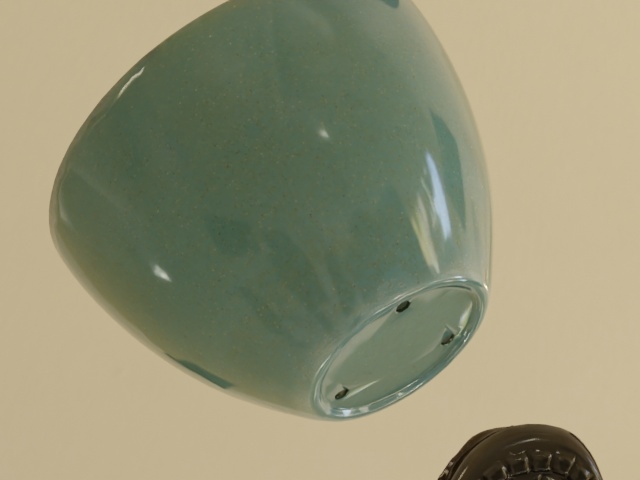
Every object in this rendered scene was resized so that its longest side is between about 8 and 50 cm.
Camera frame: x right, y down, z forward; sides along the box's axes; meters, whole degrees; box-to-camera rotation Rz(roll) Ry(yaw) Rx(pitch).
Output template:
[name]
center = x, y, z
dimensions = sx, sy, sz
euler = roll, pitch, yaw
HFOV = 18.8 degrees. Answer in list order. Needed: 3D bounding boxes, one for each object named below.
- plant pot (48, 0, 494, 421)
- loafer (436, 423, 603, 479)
[plant pot]
center = 0.000, 0.000, 1.246
dimensions = 0.290, 0.290, 0.195
euler = -52, -122, 25
[loafer]
center = 0.061, 0.164, 0.791
dimensions = 0.080, 0.078, 0.220
euler = 6, -67, -11
